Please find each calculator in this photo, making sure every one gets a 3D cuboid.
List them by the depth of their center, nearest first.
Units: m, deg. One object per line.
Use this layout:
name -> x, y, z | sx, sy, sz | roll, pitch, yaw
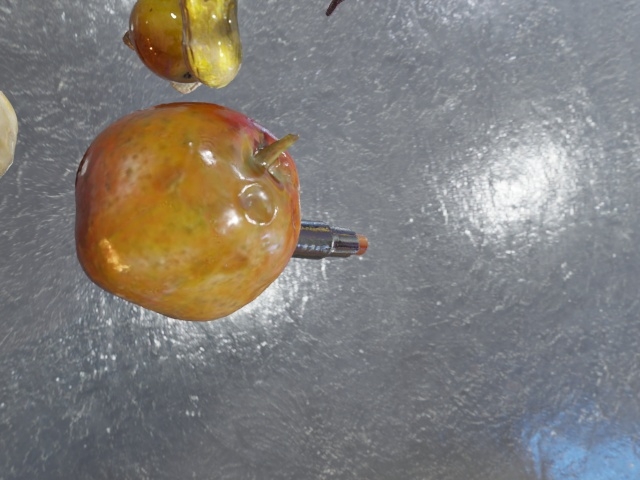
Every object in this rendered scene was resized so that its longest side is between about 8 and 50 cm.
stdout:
calculator -> 0.068, -0.617, 1.407 | 0.034, 0.190, 0.126 | 35, 84, -16

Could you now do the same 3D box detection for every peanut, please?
peanut -> -0.151, -0.313, 0.789 | 0.087, 0.087, 0.206 | -9, 113, -20

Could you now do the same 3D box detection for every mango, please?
mango -> -0.267, -0.385, 1.084 | 0.139, 0.254, 0.175 | -22, 126, 9

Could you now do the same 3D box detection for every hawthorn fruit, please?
hawthorn fruit -> -0.139, -0.047, 0.708 | 0.298, 0.277, 0.277 | -27, 107, 27

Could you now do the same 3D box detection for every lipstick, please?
lipstick -> 0.000, 0.000, 1.168 | 0.300, 0.081, 0.081 | 4, 92, -54

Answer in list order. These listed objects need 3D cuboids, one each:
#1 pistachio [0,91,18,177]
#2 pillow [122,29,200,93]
pistachio -> -0.846, -0.271, 1.370 | 0.230, 0.230, 0.308 | -26, 124, -17
pillow -> -0.351, -0.454, 1.380 | 0.211, 0.034, 0.135 | 42, 84, -4
